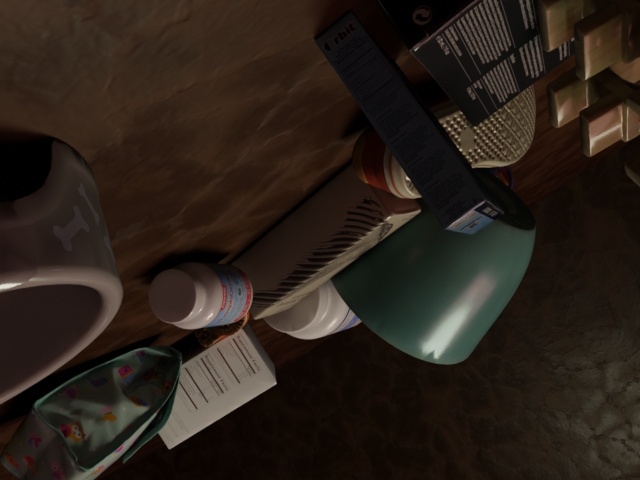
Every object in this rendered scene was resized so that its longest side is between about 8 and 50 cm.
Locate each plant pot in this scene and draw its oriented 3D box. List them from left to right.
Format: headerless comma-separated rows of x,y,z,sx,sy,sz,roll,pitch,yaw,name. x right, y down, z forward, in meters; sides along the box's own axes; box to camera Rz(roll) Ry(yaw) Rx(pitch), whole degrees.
0.192,0.008,1.081,0.293,0.293,0.235,-15,146,-55,plant pot

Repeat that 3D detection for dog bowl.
-0.299,0.064,0.476,0.349,0.102,0.349,-31,168,-7,dog bowl

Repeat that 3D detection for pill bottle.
-0.156,0.071,0.901,0.087,0.087,0.160,-34,169,12,pill bottle
-0.006,0.093,1.218,0.152,0.152,0.272,-35,167,16,pill bottle

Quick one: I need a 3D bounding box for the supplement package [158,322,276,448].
-0.226,0.277,1.376,0.244,0.133,0.139,-31,-172,-1,supplement package

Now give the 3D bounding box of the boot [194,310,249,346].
-0.163,0.141,1.262,0.085,0.059,0.158,-26,176,-41,boot

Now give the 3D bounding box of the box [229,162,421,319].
0.000,0.000,0.985,0.275,0.094,0.113,-39,166,30,box

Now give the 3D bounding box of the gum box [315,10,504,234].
0.083,-0.092,0.593,0.041,0.184,0.157,-35,168,16,gum box

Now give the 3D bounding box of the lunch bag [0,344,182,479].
-0.361,0.294,1.143,0.223,0.160,0.262,-45,174,38,lunch bag

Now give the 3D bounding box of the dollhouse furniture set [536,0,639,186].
0.250,-0.121,0.376,0.161,0.212,0.242,-31,140,0,dollhouse furniture set

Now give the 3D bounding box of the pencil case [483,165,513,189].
0.255,-0.059,1.324,0.133,0.119,0.306,-45,172,-20,pencil case

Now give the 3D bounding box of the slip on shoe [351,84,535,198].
0.167,-0.137,0.853,0.331,0.123,0.101,-27,-152,-38,slip on shoe

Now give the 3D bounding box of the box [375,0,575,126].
0.147,-0.199,0.516,0.184,0.103,0.261,-33,168,16,box
